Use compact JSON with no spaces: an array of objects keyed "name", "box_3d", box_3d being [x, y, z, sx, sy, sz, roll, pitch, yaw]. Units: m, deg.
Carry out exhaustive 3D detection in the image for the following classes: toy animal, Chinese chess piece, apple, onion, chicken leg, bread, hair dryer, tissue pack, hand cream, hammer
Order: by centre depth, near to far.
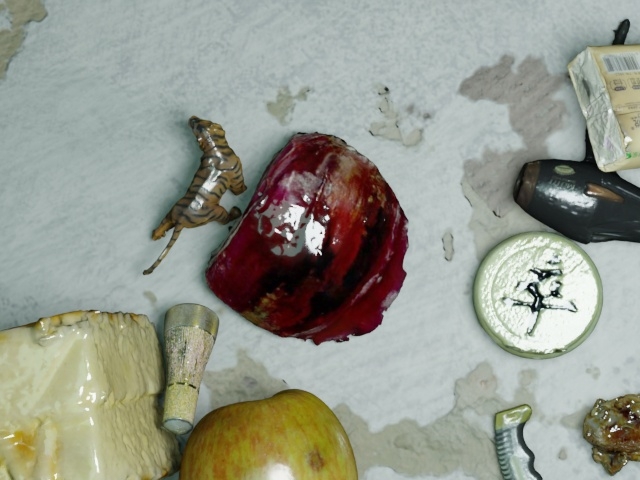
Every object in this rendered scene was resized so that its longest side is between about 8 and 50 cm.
[{"name":"bread","box_3d":[-0.417,0.270,1.662,0.390,0.371,0.279,-21,84,4]},{"name":"tissue pack","box_3d":[0.477,-0.194,1.672,0.222,0.090,0.186,-8,72,-23]},{"name":"apple","box_3d":[-0.075,0.330,1.677,0.264,0.264,0.264,-1,85,7]},{"name":"chicken leg","box_3d":[0.475,0.278,1.699,0.196,0.080,0.125,-1,95,0]},{"name":"Chinese chess piece","box_3d":[0.317,0.080,1.727,0.188,0.083,0.188,-1,86,10]},{"name":"hammer","box_3d":[0.301,0.357,1.727,0.158,0.041,0.226,-15,84,4]},{"name":"hair dryer","box_3d":[0.456,-0.159,1.733,0.303,0.120,0.359,12,78,0]},{"name":"hand cream","box_3d":[-0.197,0.193,1.740,0.084,0.084,0.203,-4,53,7]},{"name":"onion","box_3d":[0.000,0.000,1.746,0.280,0.146,0.314,30,86,5]},{"name":"toy animal","box_3d":[-0.191,-0.050,1.787,0.114,0.116,0.255,27,90,10]}]
